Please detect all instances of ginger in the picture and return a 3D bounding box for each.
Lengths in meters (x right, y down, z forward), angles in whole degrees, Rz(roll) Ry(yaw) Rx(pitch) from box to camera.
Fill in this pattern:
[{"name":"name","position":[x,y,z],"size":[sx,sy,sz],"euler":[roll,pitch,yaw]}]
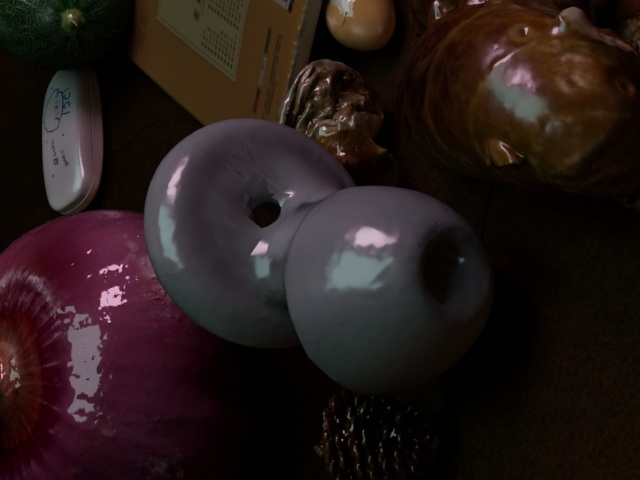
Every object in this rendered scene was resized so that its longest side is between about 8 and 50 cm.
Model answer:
[{"name":"ginger","position":[0.161,-0.156,1.620],"size":[0.418,0.176,0.254],"euler":[-132,53,-75]}]

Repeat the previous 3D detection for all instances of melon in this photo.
[{"name":"melon","position":[-0.305,-0.289,2.295],"size":[0.182,0.182,0.287],"euler":[-62,23,10]}]

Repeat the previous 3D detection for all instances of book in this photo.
[{"name":"book","position":[-0.103,-0.252,2.097],"size":[0.389,0.032,0.269],"euler":[45,126,52]}]

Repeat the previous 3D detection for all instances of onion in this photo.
[{"name":"onion","position":[-0.236,0.154,1.926],"size":[0.358,0.345,0.358],"euler":[165,90,-71]}]

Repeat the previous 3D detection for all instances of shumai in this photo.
[{"name":"shumai","position":[0.023,-0.088,1.886],"size":[0.116,0.145,0.145],"euler":[26,94,30]}]

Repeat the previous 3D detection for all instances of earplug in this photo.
[{"name":"earplug","position":[0.001,0.008,1.727],"size":[0.326,0.175,0.214],"euler":[26,57,22]}]

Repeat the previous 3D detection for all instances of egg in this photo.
[{"name":"egg","position":[0.040,-0.221,1.945],"size":[0.071,0.071,0.083],"euler":[-56,42,17]}]

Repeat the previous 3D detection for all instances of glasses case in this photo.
[{"name":"glasses case","position":[-0.289,-0.120,2.314],"size":[0.076,0.049,0.197],"euler":[-33,50,38]}]

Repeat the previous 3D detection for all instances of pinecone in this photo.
[{"name":"pinecone","position":[0.048,0.180,1.731],"size":[0.109,0.102,0.102],"euler":[10,81,42]}]

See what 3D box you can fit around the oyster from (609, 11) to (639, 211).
[{"name":"oyster","position":[0.261,-0.109,1.636],"size":[0.105,0.056,0.177],"euler":[-36,46,51]}]
